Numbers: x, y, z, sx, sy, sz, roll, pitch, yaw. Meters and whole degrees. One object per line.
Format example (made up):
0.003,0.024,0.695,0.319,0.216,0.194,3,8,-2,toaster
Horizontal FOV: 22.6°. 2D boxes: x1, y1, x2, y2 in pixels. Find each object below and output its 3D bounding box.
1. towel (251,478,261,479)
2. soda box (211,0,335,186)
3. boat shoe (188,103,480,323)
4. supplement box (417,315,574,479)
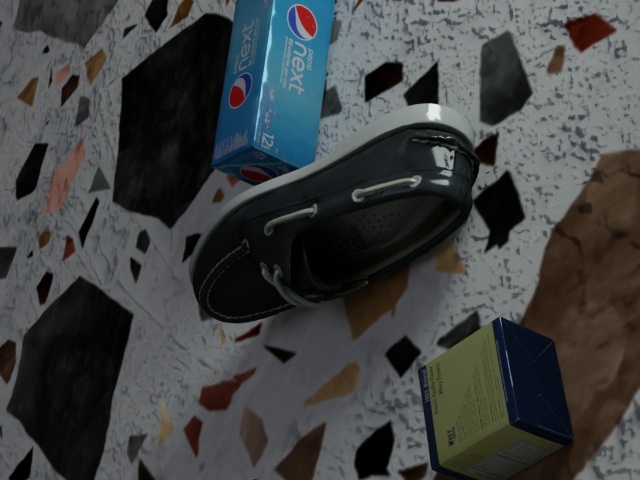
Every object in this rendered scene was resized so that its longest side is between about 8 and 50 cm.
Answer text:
-0.068,0.256,1.293,0.119,0.029,0.067,-57,35,15,towel
-0.041,-0.156,1.468,0.067,0.071,0.210,-21,54,48,soda box
0.000,0.000,1.280,0.302,0.114,0.091,-37,37,37,boat shoe
0.119,0.113,1.097,0.083,0.056,0.083,-38,43,35,supplement box
